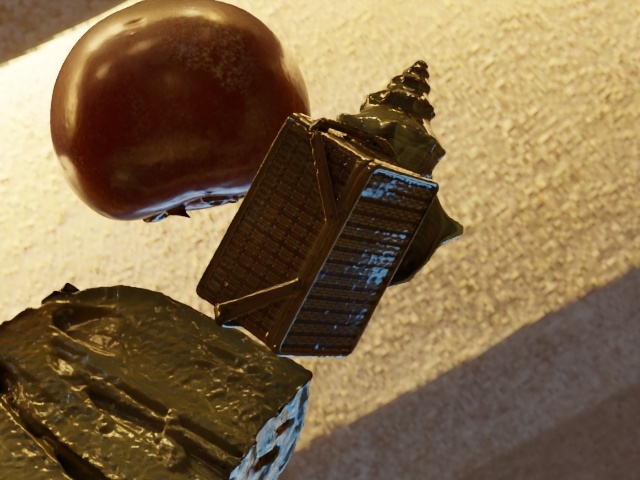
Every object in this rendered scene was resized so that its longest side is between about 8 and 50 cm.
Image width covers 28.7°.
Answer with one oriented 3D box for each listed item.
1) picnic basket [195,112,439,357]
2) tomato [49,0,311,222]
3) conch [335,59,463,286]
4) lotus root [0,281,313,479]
[{"bbox_3d":[0.000,0.000,0.886,0.115,0.079,0.164,11,-70,-58],"label":"picnic basket"},{"bbox_3d":[-0.147,-0.136,1.285,0.270,0.270,0.227,-15,-88,-16],"label":"tomato"},{"bbox_3d":[0.049,-0.037,1.040,0.137,0.114,0.233,6,-83,-17],"label":"conch"},{"bbox_3d":[-0.187,0.179,1.064,0.267,0.260,0.149,-48,-24,-42],"label":"lotus root"}]
